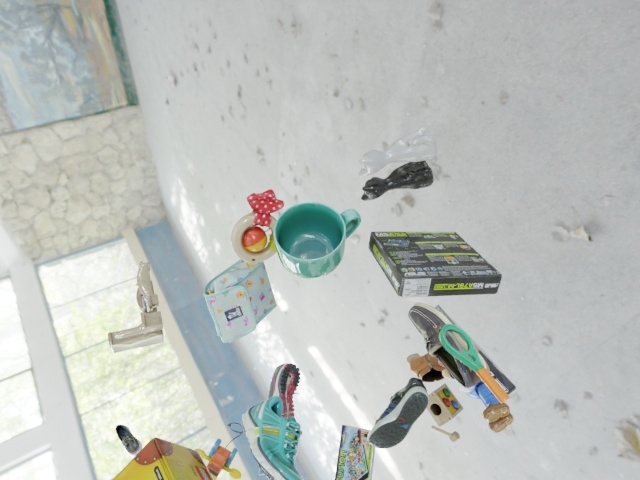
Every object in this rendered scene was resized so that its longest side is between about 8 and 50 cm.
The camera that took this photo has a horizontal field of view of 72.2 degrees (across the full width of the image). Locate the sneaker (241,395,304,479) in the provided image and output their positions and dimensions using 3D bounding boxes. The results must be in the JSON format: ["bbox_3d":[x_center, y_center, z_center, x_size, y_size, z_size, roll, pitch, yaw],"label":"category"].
[{"bbox_3d":[-0.088,0.425,0.929,0.107,0.110,0.275,62,167,-27],"label":"sneaker"}]

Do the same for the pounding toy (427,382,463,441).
[{"bbox_3d":[0.533,0.734,1.850,0.094,0.181,0.206,-48,64,29],"label":"pounding toy"}]

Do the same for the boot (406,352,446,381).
[{"bbox_3d":[0.570,0.582,2.119,0.220,0.283,0.109,-136,33,-80],"label":"boot"}]

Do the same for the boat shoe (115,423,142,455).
[{"bbox_3d":[-0.656,0.677,1.489,0.142,0.049,0.040,24,153,39],"label":"boat shoe"}]

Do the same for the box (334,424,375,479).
[{"bbox_3d":[0.111,0.706,1.395,0.036,0.114,0.207,50,-133,-64],"label":"box"}]

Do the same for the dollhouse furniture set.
[{"bbox_3d":[-0.682,0.198,1.573,0.303,0.173,0.356,123,133,-57],"label":"dollhouse furniture set"}]

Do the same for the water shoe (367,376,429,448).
[{"bbox_3d":[0.190,0.421,1.062,0.073,0.203,0.080,37,-162,-5],"label":"water shoe"}]

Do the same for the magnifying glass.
[{"bbox_3d":[0.395,0.312,1.131,0.231,0.092,0.026,55,135,30],"label":"magnifying glass"}]

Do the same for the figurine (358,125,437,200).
[{"bbox_3d":[0.202,-0.198,1.203,0.215,0.209,0.092,70,180,-63],"label":"figurine"}]

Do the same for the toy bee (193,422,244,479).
[{"bbox_3d":[-0.383,0.863,1.707,0.195,0.298,0.162,29,96,25],"label":"toy bee"}]

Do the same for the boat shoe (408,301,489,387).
[{"bbox_3d":[0.347,0.295,1.254,0.285,0.092,0.103,47,149,31],"label":"boat shoe"}]

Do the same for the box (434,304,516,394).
[{"bbox_3d":[0.602,0.445,1.811,0.318,0.097,0.395,48,-174,-1],"label":"box"}]

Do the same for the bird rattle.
[{"bbox_3d":[-0.178,-0.024,1.351,0.143,0.207,0.254,41,162,47],"label":"bird rattle"}]

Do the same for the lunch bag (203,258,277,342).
[{"bbox_3d":[-0.305,0.222,1.637,0.160,0.262,0.224,6,121,32],"label":"lunch bag"}]

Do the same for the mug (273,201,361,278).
[{"bbox_3d":[-0.005,0.007,0.823,0.097,0.157,0.130,88,-174,-57],"label":"mug"}]

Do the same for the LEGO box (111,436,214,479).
[{"bbox_3d":[-0.336,0.748,0.906,0.500,0.372,0.193,38,169,41],"label":"LEGO box"}]

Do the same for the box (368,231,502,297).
[{"bbox_3d":[0.206,0.038,0.825,0.184,0.190,0.045,-117,29,-63],"label":"box"}]

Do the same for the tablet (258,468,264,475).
[{"bbox_3d":[-0.138,0.592,1.191,0.006,0.054,0.083,52,-153,-28],"label":"tablet"}]

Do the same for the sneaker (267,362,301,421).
[{"bbox_3d":[-0.165,0.652,1.782,0.120,0.299,0.112,32,149,-26],"label":"sneaker"}]

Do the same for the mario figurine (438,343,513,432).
[{"bbox_3d":[0.484,0.479,1.458,0.321,0.170,0.198,-115,28,-55],"label":"mario figurine"}]
